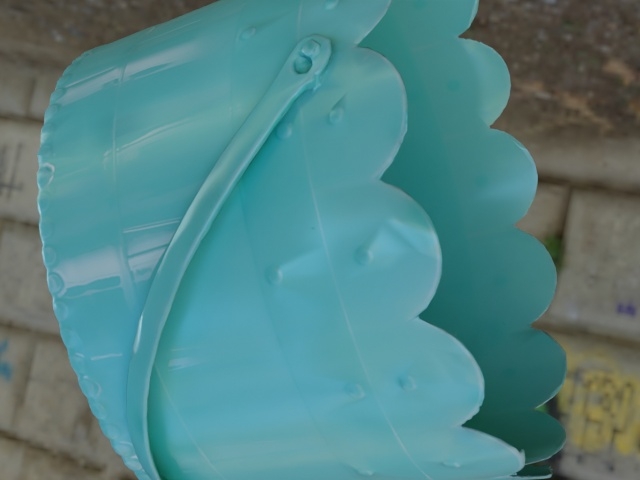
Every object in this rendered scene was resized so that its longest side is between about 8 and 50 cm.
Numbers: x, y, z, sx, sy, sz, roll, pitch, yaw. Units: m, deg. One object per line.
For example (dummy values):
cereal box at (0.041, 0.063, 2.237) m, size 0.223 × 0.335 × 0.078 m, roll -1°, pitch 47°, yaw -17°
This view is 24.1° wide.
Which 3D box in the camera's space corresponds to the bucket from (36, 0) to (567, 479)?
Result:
bucket at (0.000, 0.000, 0.738) m, size 0.183 × 0.281 × 0.281 m, roll -13°, pitch 169°, yaw 19°
